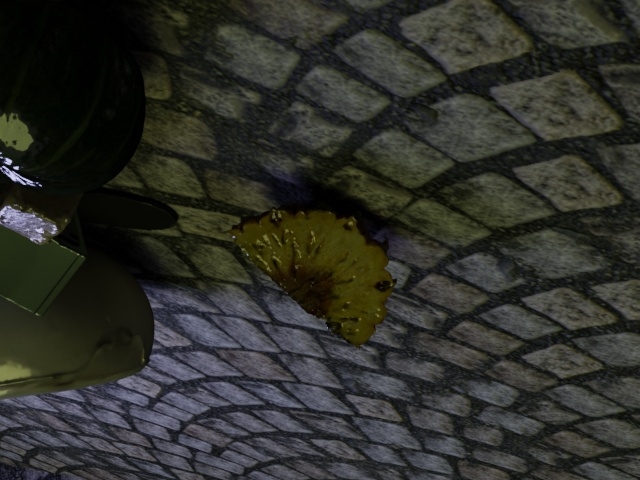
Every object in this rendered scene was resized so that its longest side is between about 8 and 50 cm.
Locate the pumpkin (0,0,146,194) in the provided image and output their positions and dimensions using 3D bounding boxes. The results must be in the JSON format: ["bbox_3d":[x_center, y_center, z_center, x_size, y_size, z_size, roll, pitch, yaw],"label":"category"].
[{"bbox_3d":[-0.336,-0.172,1.482,0.300,0.207,0.300,16,173,2],"label":"pumpkin"}]

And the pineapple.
[{"bbox_3d":[0.004,0.004,1.782,0.250,0.140,0.164,42,-167,-16],"label":"pineapple"}]

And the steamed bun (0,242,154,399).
[{"bbox_3d":[-0.452,0.116,2.130,0.374,0.241,0.374,-10,180,0],"label":"steamed bun"}]

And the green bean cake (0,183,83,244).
[{"bbox_3d":[-0.331,-0.093,1.682,0.085,0.179,0.109,27,155,-18],"label":"green bean cake"}]

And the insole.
[{"bbox_3d":[-0.342,-0.047,2.014,0.309,0.012,0.110,2,153,36],"label":"insole"}]

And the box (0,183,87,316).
[{"bbox_3d":[-0.447,-0.042,1.834,0.225,0.117,0.225,32,-166,-28],"label":"box"}]
